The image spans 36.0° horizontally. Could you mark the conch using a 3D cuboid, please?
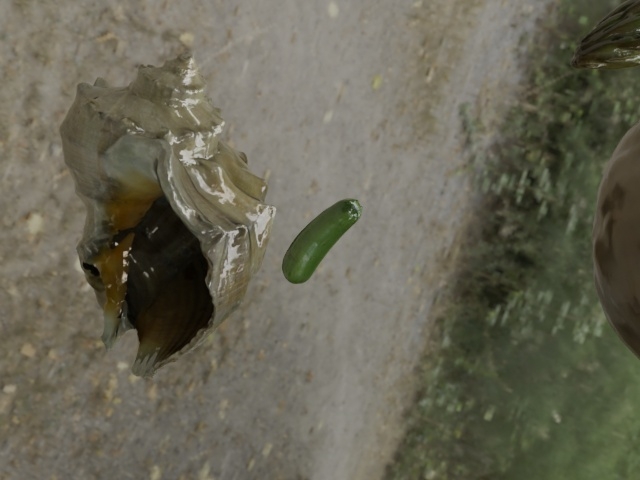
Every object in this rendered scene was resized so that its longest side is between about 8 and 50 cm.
[{"bbox_3d":[-0.137,-0.019,0.961,0.186,0.263,0.324,-15,128,-23],"label":"conch"}]

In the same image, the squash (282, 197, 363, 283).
[{"bbox_3d":[0.000,-0.001,0.672,0.089,0.027,0.027,-51,175,37],"label":"squash"}]

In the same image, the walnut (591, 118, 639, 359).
[{"bbox_3d":[0.254,0.002,0.456,0.248,0.248,0.248,-54,156,-37],"label":"walnut"}]

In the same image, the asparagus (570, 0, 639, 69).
[{"bbox_3d":[0.347,-0.204,0.846,0.080,0.287,0.080,160,-90,-89],"label":"asparagus"}]
